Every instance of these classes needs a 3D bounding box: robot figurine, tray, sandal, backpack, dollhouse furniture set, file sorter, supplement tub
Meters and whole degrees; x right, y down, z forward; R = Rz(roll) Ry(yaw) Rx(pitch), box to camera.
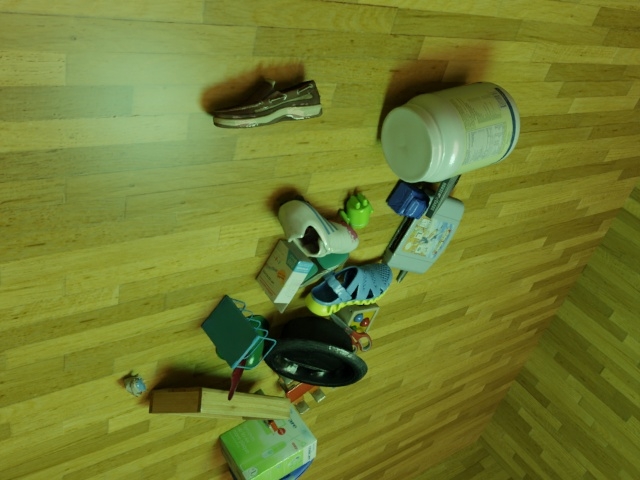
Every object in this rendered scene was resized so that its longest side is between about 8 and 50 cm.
[{"bbox_3d":[0.109,-0.081,1.724,0.101,0.067,0.115,-26,140,-21],"label":"robot figurine"},{"bbox_3d":[-0.293,0.500,1.808,0.202,0.076,0.411,-11,158,31],"label":"tray"},{"bbox_3d":[0.106,0.133,1.876,0.317,0.126,0.138,-19,141,-33],"label":"sandal"},{"bbox_3d":[0.282,-0.112,1.833,0.120,0.101,0.098,9,125,-51],"label":"backpack"},{"bbox_3d":[-0.098,0.537,2.065,0.259,0.135,0.262,-33,142,-15],"label":"dollhouse furniture set"},{"bbox_3d":[-0.225,0.259,1.654,0.118,0.170,0.104,-50,147,8],"label":"file sorter"},{"bbox_3d":[0.351,-0.291,1.610,0.324,0.235,0.235,-19,137,-30],"label":"supplement tub"}]

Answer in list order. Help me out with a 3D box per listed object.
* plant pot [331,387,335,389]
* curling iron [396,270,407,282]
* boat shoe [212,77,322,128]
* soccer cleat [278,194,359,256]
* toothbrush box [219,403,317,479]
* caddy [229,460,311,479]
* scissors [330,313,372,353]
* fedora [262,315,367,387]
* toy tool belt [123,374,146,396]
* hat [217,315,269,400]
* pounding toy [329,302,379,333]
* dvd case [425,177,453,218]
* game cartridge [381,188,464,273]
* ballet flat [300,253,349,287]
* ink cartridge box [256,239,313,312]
[{"bbox_3d":[0.048,0.454,2.158,0.109,0.096,0.109,-37,144,-11],"label":"plant pot"},{"bbox_3d":[0.344,0.042,2.092,0.068,0.035,0.274,5,121,-45],"label":"curling iron"},{"bbox_3d":[-0.118,-0.305,1.295,0.257,0.095,0.095,-16,112,-31],"label":"boat shoe"},{"bbox_3d":[0.000,0.000,1.620,0.116,0.143,0.331,-28,146,26],"label":"soccer cleat"},{"bbox_3d":[-0.185,0.733,2.114,0.283,0.206,0.122,-21,137,-27],"label":"toothbrush box"},{"bbox_3d":[-0.178,0.861,2.268,0.341,0.179,0.241,-8,129,-38],"label":"caddy"},{"bbox_3d":[0.101,0.297,1.974,0.109,0.021,0.297,-22,135,-2],"label":"scissors"},{"bbox_3d":[-0.011,0.338,1.883,0.334,0.153,0.334,5,144,4],"label":"fedora"},{"bbox_3d":[-0.498,0.397,1.626,0.051,0.052,0.083,-29,142,-6],"label":"toy tool belt"},{"bbox_3d":[-0.196,0.358,1.760,0.208,0.183,0.173,-43,143,-2],"label":"hat"},{"bbox_3d":[0.151,0.229,2.040,0.181,0.094,0.206,-3,128,-41],"label":"pounding toy"},{"bbox_3d":[0.404,-0.193,1.826,0.239,0.029,0.179,-47,162,-44],"label":"dvd case"},{"bbox_3d":[0.350,-0.022,1.988,0.198,0.062,0.297,15,115,-29],"label":"game cartridge"},{"bbox_3d":[-0.012,0.079,1.781,0.213,0.072,0.068,-28,168,-19],"label":"ballet flat"},{"bbox_3d":[-0.110,0.103,1.662,0.061,0.104,0.181,11,117,-48],"label":"ink cartridge box"}]
